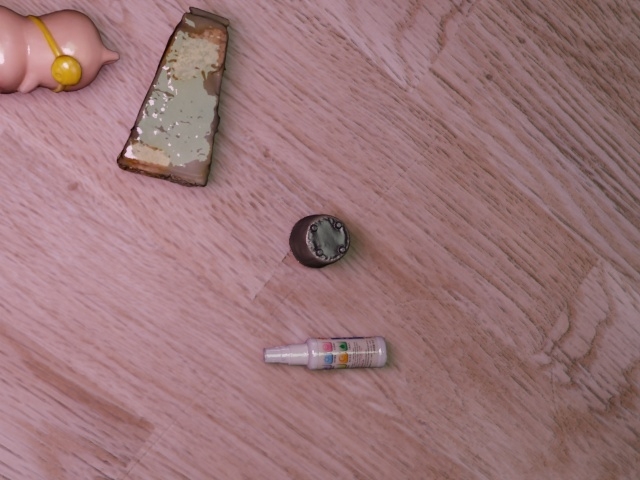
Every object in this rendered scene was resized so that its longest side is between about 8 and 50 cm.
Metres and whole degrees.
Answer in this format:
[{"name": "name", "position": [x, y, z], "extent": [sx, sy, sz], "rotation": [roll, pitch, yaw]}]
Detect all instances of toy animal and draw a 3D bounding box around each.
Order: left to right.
[{"name": "toy animal", "position": [-0.443, -0.295, 1.295], "extent": [0.248, 0.165, 0.149], "rotation": [6, 84, -21]}]

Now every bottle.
[{"name": "bottle", "position": [0.008, 0.199, 1.458], "extent": [0.217, 0.060, 0.060], "rotation": [0, 90, -16]}]

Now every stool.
[{"name": "stool", "position": [0.000, 0.000, 1.429], "extent": [0.096, 0.110, 0.096], "rotation": [1, 86, -15]}]

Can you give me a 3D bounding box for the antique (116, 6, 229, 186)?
[{"name": "antique", "position": [-0.226, -0.238, 1.364], "extent": [0.150, 0.125, 0.284], "rotation": [16, 87, -15]}]
